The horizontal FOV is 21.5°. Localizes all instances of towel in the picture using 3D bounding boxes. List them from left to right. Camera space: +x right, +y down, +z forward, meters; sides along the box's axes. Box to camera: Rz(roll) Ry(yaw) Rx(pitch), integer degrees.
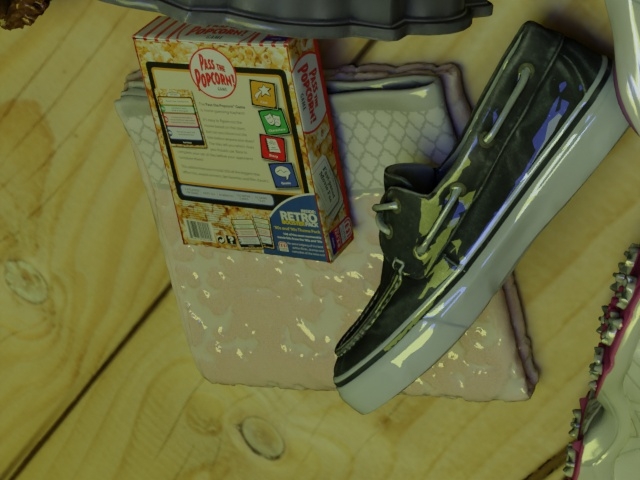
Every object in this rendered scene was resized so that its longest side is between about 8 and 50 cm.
[{"bbox_3d":[0.000,0.000,1.431,0.332,0.053,0.317,1,122,31],"label":"towel"}]

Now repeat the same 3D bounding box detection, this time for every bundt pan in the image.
[{"bbox_3d":[-0.037,-0.238,1.122,0.331,0.331,0.124,17,112,20],"label":"bundt pan"}]

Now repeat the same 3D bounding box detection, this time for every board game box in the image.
[{"bbox_3d":[-0.060,-0.081,1.345,0.147,0.045,0.193,7,124,29],"label":"board game box"}]

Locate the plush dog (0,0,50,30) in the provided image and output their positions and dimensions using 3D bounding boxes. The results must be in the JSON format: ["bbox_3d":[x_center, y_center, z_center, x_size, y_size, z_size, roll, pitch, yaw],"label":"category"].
[{"bbox_3d":[-0.309,-0.273,1.348,0.225,0.210,0.262,3,126,1],"label":"plush dog"}]

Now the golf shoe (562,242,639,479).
[{"bbox_3d":[0.275,0.119,1.326,0.140,0.115,0.306,13,134,9],"label":"golf shoe"}]

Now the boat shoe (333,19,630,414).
[{"bbox_3d":[0.097,-0.021,1.270,0.119,0.121,0.335,35,105,-5],"label":"boat shoe"}]

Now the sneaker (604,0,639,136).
[{"bbox_3d":[0.262,-0.160,1.118,0.152,0.114,0.305,-8,117,35],"label":"sneaker"}]
